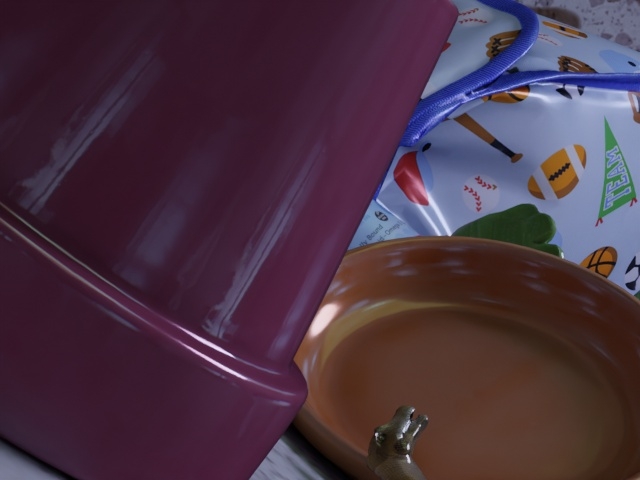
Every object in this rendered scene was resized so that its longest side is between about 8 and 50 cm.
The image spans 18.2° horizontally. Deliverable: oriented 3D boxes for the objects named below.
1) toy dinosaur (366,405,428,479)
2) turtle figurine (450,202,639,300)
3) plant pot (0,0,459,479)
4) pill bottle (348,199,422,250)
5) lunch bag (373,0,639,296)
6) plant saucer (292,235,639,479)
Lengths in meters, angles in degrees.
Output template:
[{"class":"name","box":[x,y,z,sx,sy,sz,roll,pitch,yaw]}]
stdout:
[{"class":"toy dinosaur","box":[0.043,0.118,0.762,0.092,0.053,0.183,20,13,0]},{"class":"turtle figurine","box":[0.185,0.093,1.100,0.275,0.198,0.266,35,2,39]},{"class":"plant pot","box":[-0.059,-0.040,0.643,0.201,0.180,0.201,38,4,-3]},{"class":"pill bottle","box":[0.000,0.000,1.327,0.160,0.087,0.087,37,4,10]},{"class":"lunch bag","box":[0.075,-0.091,1.572,0.385,0.239,0.328,0,17,-42]},{"class":"plant saucer","box":[0.073,0.067,0.924,0.200,0.037,0.200,6,33,-4]}]
